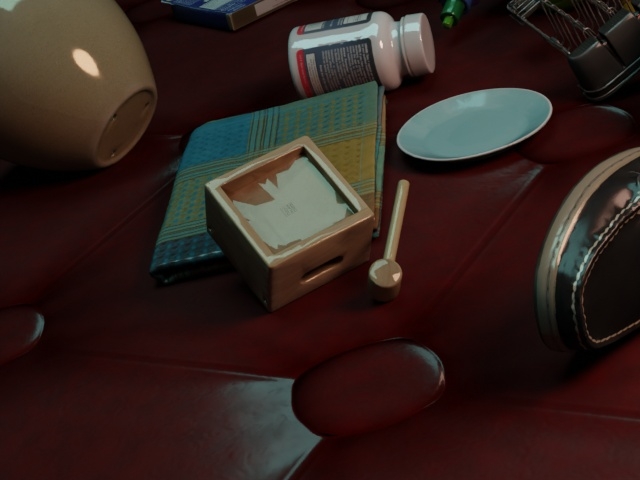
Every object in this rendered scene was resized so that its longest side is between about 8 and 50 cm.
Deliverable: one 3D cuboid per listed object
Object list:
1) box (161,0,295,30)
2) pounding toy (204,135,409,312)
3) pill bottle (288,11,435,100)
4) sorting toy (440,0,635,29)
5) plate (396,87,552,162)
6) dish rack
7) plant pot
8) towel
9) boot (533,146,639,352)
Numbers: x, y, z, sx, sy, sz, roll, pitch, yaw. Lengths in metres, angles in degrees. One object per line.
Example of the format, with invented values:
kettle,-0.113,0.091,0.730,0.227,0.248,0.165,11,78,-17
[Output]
box,-0.158,-0.407,2.391,0.136,0.036,0.225,-31,31,-27
pounding toy,0.011,0.000,1.452,0.181,0.094,0.206,-27,60,-21
pill bottle,0.057,-0.247,1.878,0.180,0.108,0.108,-8,28,17
sorting toy,0.318,-0.323,1.907,0.365,0.127,0.126,4,55,31
plate,0.184,-0.132,1.675,0.188,0.024,0.188,-14,26,7
dish rack,0.353,-0.303,1.758,0.208,0.074,0.271,-40,29,5
plant pot,-0.332,-0.203,1.889,0.191,0.284,0.284,34,46,14
towel,-0.053,-0.074,1.689,0.271,0.040,0.370,-13,28,10
boot,0.386,-0.005,1.200,0.284,0.138,0.377,12,33,44
